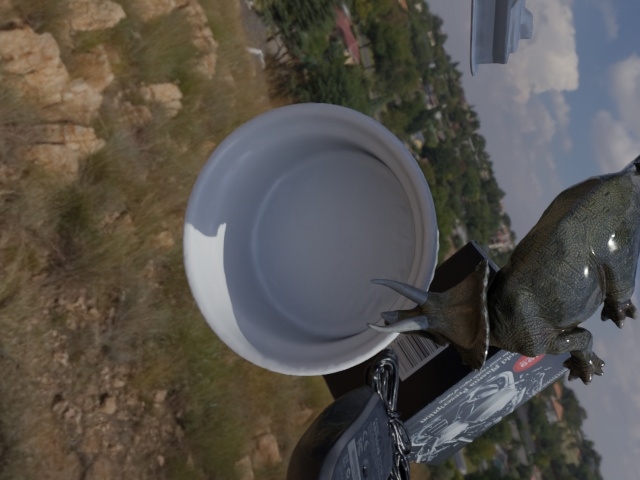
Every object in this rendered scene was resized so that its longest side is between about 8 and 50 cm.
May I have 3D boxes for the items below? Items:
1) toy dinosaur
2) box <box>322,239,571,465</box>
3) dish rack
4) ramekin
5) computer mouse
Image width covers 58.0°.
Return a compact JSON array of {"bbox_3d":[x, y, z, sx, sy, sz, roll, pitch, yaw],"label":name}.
[{"bbox_3d":[0.208,0.023,0.476,0.160,0.313,0.121,40,14,-48],"label":"toy dinosaur"},{"bbox_3d":[0.233,0.217,1.015,0.312,0.343,0.179,33,20,-51],"label":"box"},{"bbox_3d":[0.240,-0.392,0.702,0.286,0.072,0.333,79,27,-45],"label":"dish rack"},{"bbox_3d":[0.000,0.000,0.643,0.135,0.277,0.277,8,64,-70],"label":"ramekin"},{"bbox_3d":[0.028,0.247,0.645,0.272,0.072,0.189,-19,104,-64],"label":"computer mouse"}]
